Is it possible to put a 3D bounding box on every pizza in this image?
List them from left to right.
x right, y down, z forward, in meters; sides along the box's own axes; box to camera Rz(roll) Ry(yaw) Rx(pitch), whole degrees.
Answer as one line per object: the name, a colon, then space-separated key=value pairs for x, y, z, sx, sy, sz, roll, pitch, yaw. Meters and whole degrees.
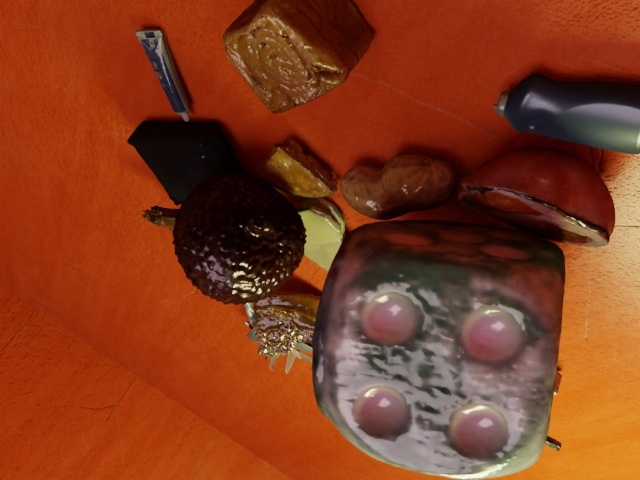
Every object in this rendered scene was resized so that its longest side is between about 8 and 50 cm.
pizza: x=-0.044 y=-0.136 z=1.310 sx=0.175 sy=0.046 sz=0.134 roll=20 pitch=148 yaw=18

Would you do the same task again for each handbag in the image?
handbag: x=-0.265 y=-0.144 z=1.457 sx=0.247 sy=0.080 sz=0.223 roll=8 pitch=141 yaw=34

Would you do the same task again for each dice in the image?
dice: x=0.194 y=0.151 z=1.114 sx=0.348 sy=0.330 sz=0.327 roll=8 pitch=102 yaw=15

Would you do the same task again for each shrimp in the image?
shrimp: x=-0.266 y=-0.036 z=1.588 sx=0.287 sy=0.062 sz=0.152 roll=11 pitch=177 yaw=22

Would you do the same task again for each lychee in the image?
lychee: x=-0.159 y=-0.002 z=1.333 sx=0.261 sy=0.260 sz=0.260 roll=22 pitch=146 yaw=16

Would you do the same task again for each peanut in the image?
peanut: x=0.127 y=-0.090 z=1.184 sx=0.229 sy=0.098 sz=0.103 roll=-10 pitch=87 yaw=46

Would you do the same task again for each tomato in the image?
tomato: x=0.317 y=-0.074 z=1.022 sx=0.228 sy=0.112 sz=0.199 roll=24 pitch=171 yaw=-26

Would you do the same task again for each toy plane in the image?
toy plane: x=-0.128 y=0.214 z=1.805 sx=0.223 sy=0.104 sz=0.326 roll=7 pitch=136 yaw=33

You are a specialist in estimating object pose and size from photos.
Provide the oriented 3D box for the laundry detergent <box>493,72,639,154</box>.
laundry detergent: x=0.330 y=-0.172 z=0.932 sx=0.206 sy=0.061 sz=0.096 roll=15 pitch=152 yaw=27

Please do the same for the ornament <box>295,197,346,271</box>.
ornament: x=0.000 y=0.000 z=1.453 sx=0.180 sy=0.059 sz=0.201 roll=-8 pitch=127 yaw=47

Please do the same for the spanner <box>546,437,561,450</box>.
spanner: x=0.426 y=0.428 z=1.689 sx=0.326 sy=0.026 sz=0.093 roll=26 pitch=148 yaw=8

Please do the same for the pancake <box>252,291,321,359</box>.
pancake: x=-0.068 y=0.220 z=1.700 sx=0.266 sy=0.057 sz=0.244 roll=30 pitch=118 yaw=-9

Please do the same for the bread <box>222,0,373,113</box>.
bread: x=-0.035 y=-0.290 z=1.011 sx=0.158 sy=0.143 sz=0.149 roll=44 pitch=146 yaw=-25

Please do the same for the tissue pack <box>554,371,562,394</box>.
tissue pack: x=0.409 y=0.267 z=1.454 sx=0.148 sy=0.060 sz=0.108 roll=37 pitch=147 yaw=-5

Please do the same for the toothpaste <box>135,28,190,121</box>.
toothpaste: x=-0.282 y=-0.304 z=1.301 sx=0.057 sy=0.034 sz=0.197 roll=4 pitch=137 yaw=23
